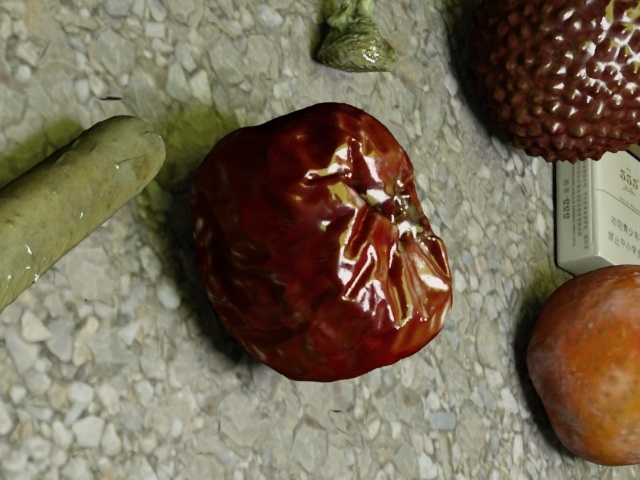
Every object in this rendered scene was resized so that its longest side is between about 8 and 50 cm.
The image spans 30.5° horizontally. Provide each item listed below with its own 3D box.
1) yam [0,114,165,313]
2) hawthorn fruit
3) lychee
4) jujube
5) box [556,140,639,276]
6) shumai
[{"bbox_3d":[-0.234,0.016,0.825,0.083,0.083,0.371,59,38,-16],"label":"yam"},{"bbox_3d":[0.371,0.133,1.379,0.235,0.263,0.231,56,11,22],"label":"hawthorn fruit"},{"bbox_3d":[0.321,-0.235,1.427,0.304,0.275,0.276,-49,117,-15],"label":"lychee"},{"bbox_3d":[0.000,0.000,1.019,0.213,0.213,0.232,-32,106,-50],"label":"jujube"},{"bbox_3d":[0.384,-0.066,1.581,0.168,0.071,0.259,27,57,-41],"label":"box"},{"bbox_3d":[0.041,-0.218,1.230,0.082,0.083,0.080,-53,147,-86],"label":"shumai"}]
